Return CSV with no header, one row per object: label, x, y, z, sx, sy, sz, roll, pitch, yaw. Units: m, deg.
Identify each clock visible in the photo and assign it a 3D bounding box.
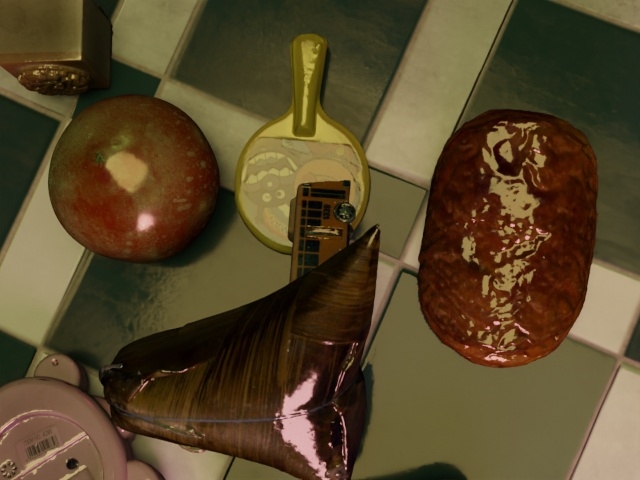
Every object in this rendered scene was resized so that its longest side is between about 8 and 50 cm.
clock,-0.425,0.366,1.364,0.295,0.113,0.322,-32,72,-10

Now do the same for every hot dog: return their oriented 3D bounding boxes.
hot dog,0.287,-0.002,1.322,0.266,0.174,0.388,8,94,9

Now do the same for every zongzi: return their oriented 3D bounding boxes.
zongzi,-0.118,0.128,1.242,0.403,0.208,0.433,11,122,7

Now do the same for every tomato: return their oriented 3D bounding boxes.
tomato,-0.299,-0.099,1.365,0.270,0.222,0.271,-1,81,5

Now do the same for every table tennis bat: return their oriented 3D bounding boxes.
table tennis bat,-0.026,-0.159,1.426,0.224,0.054,0.369,4,88,4

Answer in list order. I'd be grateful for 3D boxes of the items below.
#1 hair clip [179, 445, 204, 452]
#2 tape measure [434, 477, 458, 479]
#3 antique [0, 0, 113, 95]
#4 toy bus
hair clip,-0.192,0.276,1.414,0.054,0.022,0.137,14,82,8
tape measure,0.131,0.476,1.311,0.243,0.125,0.246,-13,80,11
antique,-0.436,-0.321,1.436,0.146,0.152,0.148,-3,81,4
toy bus,0.000,0.000,1.336,0.103,0.091,0.182,4,65,0
